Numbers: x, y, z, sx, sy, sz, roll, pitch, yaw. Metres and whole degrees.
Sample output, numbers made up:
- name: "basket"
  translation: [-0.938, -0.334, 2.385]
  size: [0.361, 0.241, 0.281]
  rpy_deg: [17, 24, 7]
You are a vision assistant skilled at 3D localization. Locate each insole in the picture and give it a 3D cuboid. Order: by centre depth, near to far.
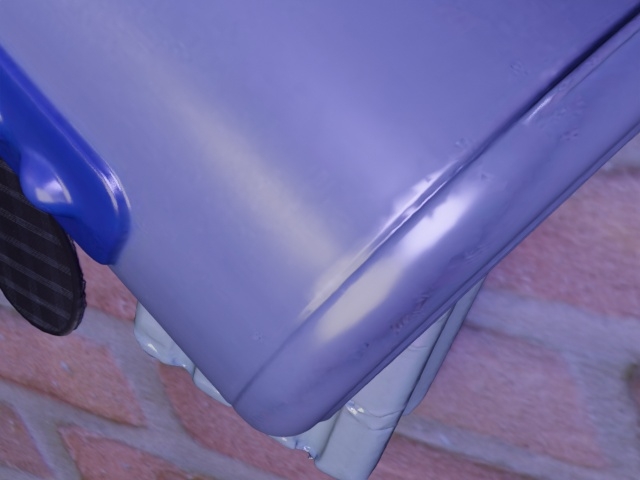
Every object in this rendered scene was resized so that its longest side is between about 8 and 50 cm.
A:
- name: "insole"
  translation: [-0.216, -0.036, 1.095]
  size: [0.110, 0.012, 0.309]
  rpy_deg: [27, 146, 18]

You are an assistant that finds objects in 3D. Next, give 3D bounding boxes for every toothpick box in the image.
- name: "toothpick box"
  translation: [-0.056, -0.119, 0.599]
  size: [0.355, 0.263, 0.263]
  rpy_deg: [47, 147, 5]

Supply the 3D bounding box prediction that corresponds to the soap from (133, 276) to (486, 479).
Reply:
- name: "soap"
  translation: [0.000, 0.000, 0.859]
  size: [0.173, 0.095, 0.289]
  rpy_deg: [32, 146, 10]
